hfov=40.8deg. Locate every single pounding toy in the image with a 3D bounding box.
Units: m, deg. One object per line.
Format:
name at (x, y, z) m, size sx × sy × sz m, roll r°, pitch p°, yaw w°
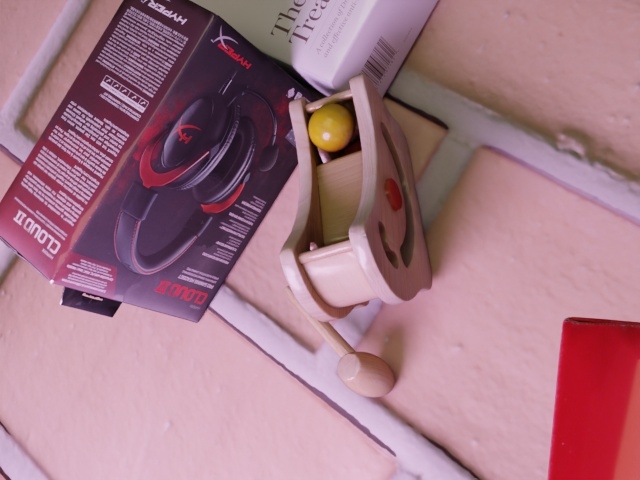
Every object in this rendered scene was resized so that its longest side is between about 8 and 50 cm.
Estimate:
pounding toy at (0.000, 0.000, 0.756) m, size 0.155 × 0.154 × 0.269 m, roll -17°, pitch 69°, yaw 23°

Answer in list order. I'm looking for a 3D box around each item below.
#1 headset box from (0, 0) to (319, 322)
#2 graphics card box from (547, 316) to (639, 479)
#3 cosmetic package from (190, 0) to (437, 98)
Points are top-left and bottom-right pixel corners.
headset box at (-0.149, -0.060, 0.815) m, size 0.110 × 0.218 × 0.293 m, roll 34°, pitch 92°, yaw 31°
graphics card box at (0.199, 0.184, 0.475) m, size 0.094 × 0.371 × 0.232 m, roll 2°, pitch 78°, yaw 28°
cosmetic package at (0.019, -0.353, 0.880) m, size 0.284 × 0.097 × 0.377 m, roll 30°, pitch 92°, yaw 34°
